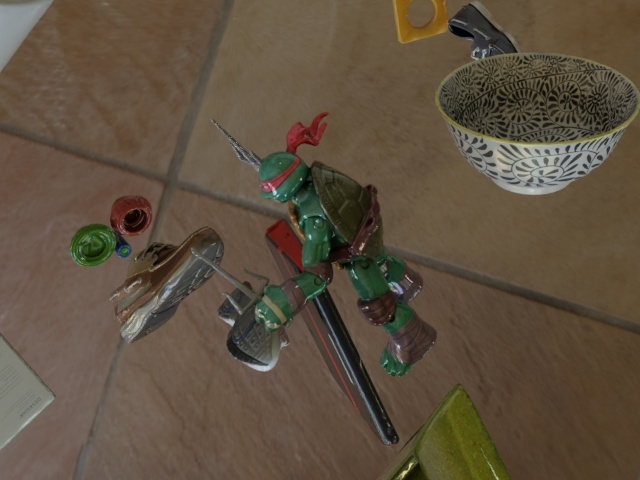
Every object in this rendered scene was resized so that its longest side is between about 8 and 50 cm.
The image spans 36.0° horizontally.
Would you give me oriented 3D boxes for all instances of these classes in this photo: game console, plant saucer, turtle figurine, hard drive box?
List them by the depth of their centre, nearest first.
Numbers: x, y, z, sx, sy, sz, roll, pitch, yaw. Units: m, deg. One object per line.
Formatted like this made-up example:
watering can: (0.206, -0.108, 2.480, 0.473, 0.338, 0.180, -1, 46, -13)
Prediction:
plant saucer: (0.094, 0.230, 0.727, 0.045, 0.188, 0.188, -13, 61, -24)
turtle figurine: (0.000, 0.000, 0.791, 0.118, 0.175, 0.234, -26, 124, 34)
hard drive box: (-0.564, 0.223, 1.551, 0.181, 0.089, 0.232, -44, 122, -23)
game console: (0.020, 0.158, 1.819, 0.060, 0.342, 0.386, -29, 110, -8)

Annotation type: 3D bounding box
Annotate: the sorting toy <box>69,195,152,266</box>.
sorting toy: (-0.230, -0.013, 1.071, 0.102, 0.042, 0.061, -33, 134, -15)

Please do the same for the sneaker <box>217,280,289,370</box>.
sneaker: (-0.105, 0.171, 1.840, 0.111, 0.297, 0.129, -44, 109, 5)

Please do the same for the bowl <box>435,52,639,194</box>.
bowl: (0.185, -0.092, 0.853, 0.170, 0.170, 0.080, -7, 126, -3)

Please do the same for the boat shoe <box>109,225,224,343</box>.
boat shoe: (-0.284, 0.063, 1.718, 0.324, 0.123, 0.116, -42, 78, 39)

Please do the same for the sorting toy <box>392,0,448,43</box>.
sorting toy: (0.093, -0.400, 1.114, 0.196, 0.047, 0.347, -6, 114, -17)

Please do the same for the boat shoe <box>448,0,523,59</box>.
boat shoe: (0.262, -0.296, 1.528, 0.065, 0.206, 0.075, -29, 139, 2)

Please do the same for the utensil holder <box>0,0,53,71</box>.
utensil holder: (-0.487, -0.228, 1.002, 0.327, 0.327, 0.385, 45, 121, -12)
